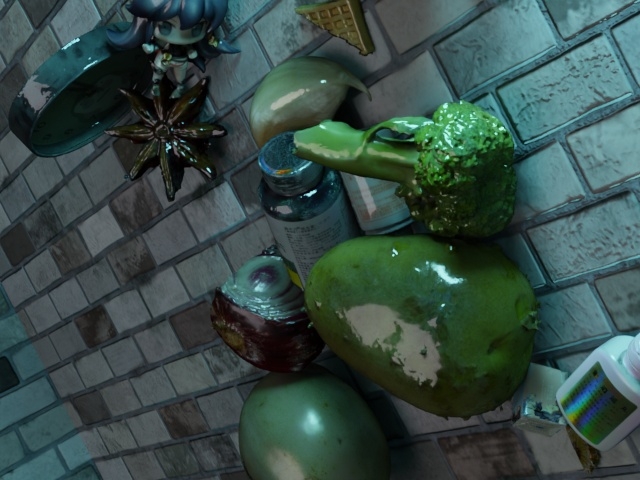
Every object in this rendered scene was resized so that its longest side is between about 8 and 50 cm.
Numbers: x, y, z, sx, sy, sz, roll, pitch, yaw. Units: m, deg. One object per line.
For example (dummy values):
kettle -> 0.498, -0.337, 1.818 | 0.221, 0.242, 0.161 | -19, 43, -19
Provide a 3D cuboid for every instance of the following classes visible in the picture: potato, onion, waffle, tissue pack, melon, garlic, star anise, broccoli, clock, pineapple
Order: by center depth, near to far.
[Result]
broccoli -> 0.159, -0.119, 1.789 | 0.302, 0.186, 0.254 | 25, 172, 44
potato -> 0.149, 0.102, 1.853 | 0.359, 0.219, 0.270 | 26, 96, 21
tissue pack -> 0.329, 0.237, 1.861 | 0.074, 0.094, 0.059 | 15, 147, -8
pineapple -> 0.405, 0.319, 1.899 | 0.045, 0.019, 0.083 | -19, 95, 61
waffle -> 0.019, -0.332, 1.952 | 0.152, 0.023, 0.097 | 3, 115, 52
garlic -> -0.027, -0.215, 2.012 | 0.164, 0.145, 0.245 | 39, 144, 0
onion -> -0.074, 0.147, 2.272 | 0.207, 0.216, 0.206 | 36, 143, 23
melon -> -0.021, 0.380, 2.312 | 0.330, 0.268, 0.268 | 51, 147, 26
clock -> -0.447, -0.284, 2.370 | 0.066, 0.319, 0.319 | 50, 146, 12
star anise -> -0.283, -0.214, 2.381 | 0.272, 0.102, 0.272 | 3, 100, 20

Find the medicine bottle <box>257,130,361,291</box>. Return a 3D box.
medicine bottle -> -0.017, -0.045, 2.036 | 0.141, 0.141, 0.293 | 35, 157, 36

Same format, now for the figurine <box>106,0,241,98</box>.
figurine -> -0.256, -0.389, 2.166 | 0.197, 0.175, 0.265 | 61, 140, 11

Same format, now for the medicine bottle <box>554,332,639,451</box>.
medicine bottle -> 0.420, 0.202, 1.736 | 0.115, 0.078, 0.219 | 52, 146, 19

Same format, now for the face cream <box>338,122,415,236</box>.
face cream -> 0.103, -0.054, 1.969 | 0.101, 0.101, 0.252 | -5, 110, 56
